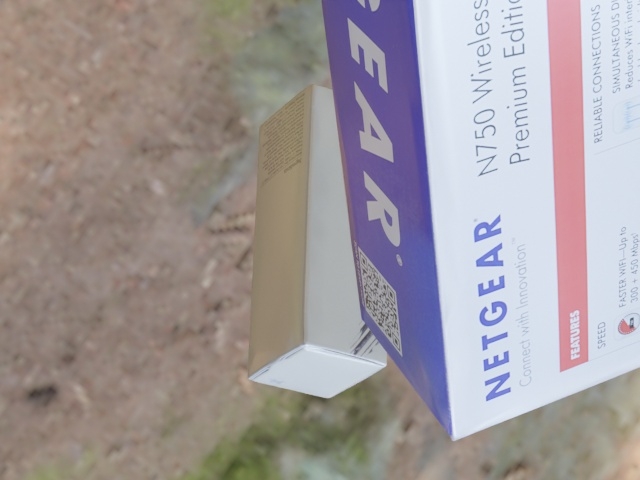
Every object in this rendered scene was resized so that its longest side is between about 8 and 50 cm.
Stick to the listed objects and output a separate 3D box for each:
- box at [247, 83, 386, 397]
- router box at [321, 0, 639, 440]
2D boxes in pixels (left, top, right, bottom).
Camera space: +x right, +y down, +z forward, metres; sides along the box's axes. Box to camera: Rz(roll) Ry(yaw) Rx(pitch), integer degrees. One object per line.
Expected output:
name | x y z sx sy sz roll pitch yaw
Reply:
box | 0.000 0.000 1.733 0.113 0.094 0.275 -34 -132 52
router box | 0.148 -0.125 0.624 0.301 0.082 0.335 -19 129 -15
